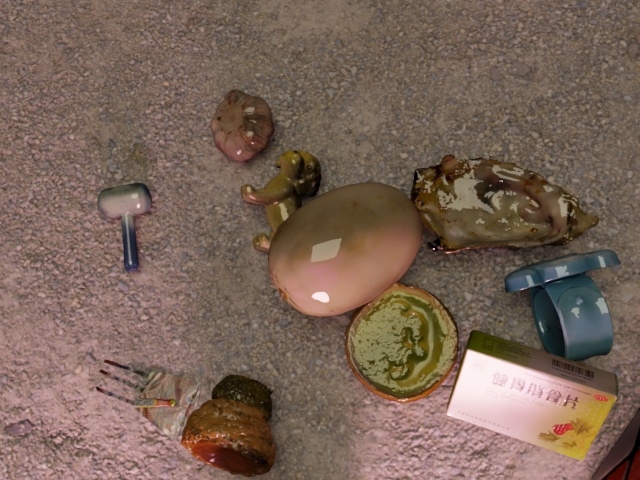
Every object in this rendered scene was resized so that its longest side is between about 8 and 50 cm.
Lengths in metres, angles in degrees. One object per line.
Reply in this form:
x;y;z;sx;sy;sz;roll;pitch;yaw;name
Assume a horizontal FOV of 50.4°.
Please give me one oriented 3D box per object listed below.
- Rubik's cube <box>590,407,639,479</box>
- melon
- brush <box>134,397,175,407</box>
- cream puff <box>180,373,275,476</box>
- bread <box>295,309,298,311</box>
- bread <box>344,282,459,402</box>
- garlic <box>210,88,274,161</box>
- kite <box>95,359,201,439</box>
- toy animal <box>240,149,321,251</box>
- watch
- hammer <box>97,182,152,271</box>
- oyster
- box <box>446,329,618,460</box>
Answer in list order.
0.633;0.434;1.080;0.310;0.305;0.307;34;82;15;Rubik's cube
0.045;0.015;1.295;0.317;0.223;0.223;-33;73;-14;melon
-0.335;0.328;1.376;0.083;0.021;0.019;-1;73;3;brush
-0.155;0.340;1.303;0.183;0.183;0.169;10;53;10;cream puff
-0.013;0.114;1.397;0.070;0.035;0.083;11;83;11;bread
0.158;0.196;1.332;0.236;0.070;0.236;-2;75;8;bread
-0.167;-0.246;1.483;0.147;0.102;0.159;-39;61;10;garlic
-0.361;0.316;1.398;0.229;0.016;0.127;16;74;11;kite
-0.079;-0.081;1.419;0.168;0.121;0.233;0;79;-11;toy animal
0.457;0.126;1.264;0.211;0.211;0.193;-14;84;4;watch
-0.419;-0.026;1.476;0.116;0.069;0.194;-10;78;4;hammer
0.360;-0.072;1.369;0.361;0.096;0.221;-3;69;7;oyster
0.374;0.280;1.229;0.260;0.175;0.062;17;36;13;box
